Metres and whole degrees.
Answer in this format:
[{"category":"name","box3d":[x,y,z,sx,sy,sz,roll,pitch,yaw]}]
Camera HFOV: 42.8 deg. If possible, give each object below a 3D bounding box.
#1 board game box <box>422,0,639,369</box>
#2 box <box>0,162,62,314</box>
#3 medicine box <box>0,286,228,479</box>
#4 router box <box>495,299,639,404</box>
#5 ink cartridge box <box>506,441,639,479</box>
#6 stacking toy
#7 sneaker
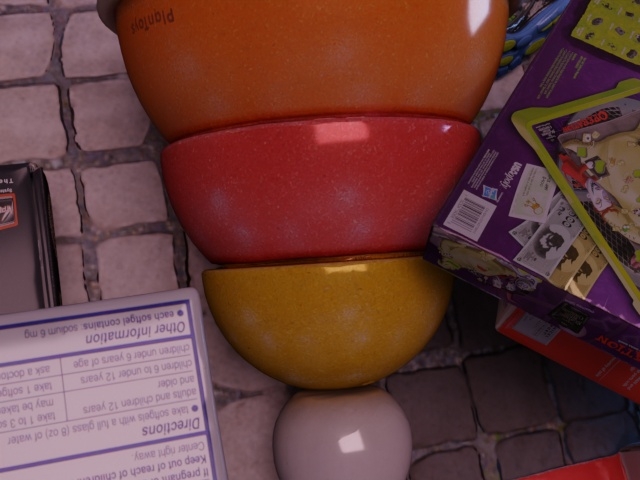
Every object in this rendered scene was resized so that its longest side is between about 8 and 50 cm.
[{"category":"board game box","box3d":[0.243,-0.070,0.620,0.208,0.056,0.346,26,56,16]},{"category":"box","box3d":[-0.397,0.118,0.625,0.395,0.097,0.318,-7,76,-15]},{"category":"medicine box","box3d":[-0.192,0.198,0.520,0.264,0.149,0.289,-7,76,-16]},{"category":"router box","box3d":[0.321,0.020,0.739,0.301,0.082,0.335,27,37,-2]},{"category":"ink cartridge box","box3d":[0.330,0.329,0.726,0.261,0.066,0.296,-9,73,-16]},{"category":"stacking toy","box3d":[0.000,0.000,0.690,0.351,0.350,0.479,-2,91,-13]},{"category":"sneaker","box3d":[0.197,-0.233,0.900,0.188,0.067,0.078,-33,60,-18]}]
